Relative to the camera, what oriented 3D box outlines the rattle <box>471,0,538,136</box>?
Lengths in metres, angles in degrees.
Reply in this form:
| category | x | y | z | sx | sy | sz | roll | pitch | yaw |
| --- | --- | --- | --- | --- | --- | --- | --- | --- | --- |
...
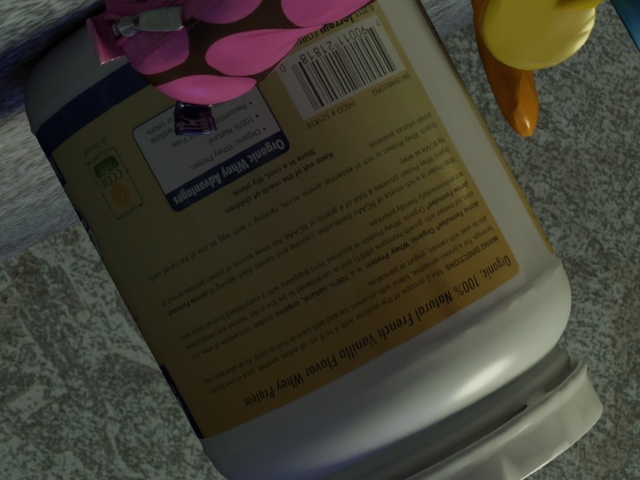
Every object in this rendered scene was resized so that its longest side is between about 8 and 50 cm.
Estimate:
| category | x | y | z | sx | sy | sz | roll | pitch | yaw |
| --- | --- | --- | --- | --- | --- | --- | --- | --- | --- |
| rattle | 0.156 | -0.174 | 0.992 | 0.200 | 0.142 | 0.130 | -25 | 146 | -15 |

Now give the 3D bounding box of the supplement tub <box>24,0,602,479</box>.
| category | x | y | z | sx | sy | sz | roll | pitch | yaw |
| --- | --- | --- | --- | --- | --- | --- | --- | --- | --- |
| supplement tub | 0.000 | 0.000 | 0.998 | 0.228 | 0.316 | 0.228 | -28 | -179 | 0 |

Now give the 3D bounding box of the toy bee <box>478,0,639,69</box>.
| category | x | y | z | sx | sy | sz | roll | pitch | yaw |
| --- | --- | --- | --- | --- | --- | --- | --- | --- | --- |
| toy bee | 0.143 | -0.157 | 0.800 | 0.195 | 0.298 | 0.162 | -46 | 141 | -1 |

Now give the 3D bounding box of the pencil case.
| category | x | y | z | sx | sy | sz | roll | pitch | yaw |
| --- | --- | --- | --- | --- | --- | --- | --- | --- | --- |
| pencil case | -0.004 | -0.125 | 0.721 | 0.098 | 0.095 | 0.209 | -7 | 164 | -43 |
